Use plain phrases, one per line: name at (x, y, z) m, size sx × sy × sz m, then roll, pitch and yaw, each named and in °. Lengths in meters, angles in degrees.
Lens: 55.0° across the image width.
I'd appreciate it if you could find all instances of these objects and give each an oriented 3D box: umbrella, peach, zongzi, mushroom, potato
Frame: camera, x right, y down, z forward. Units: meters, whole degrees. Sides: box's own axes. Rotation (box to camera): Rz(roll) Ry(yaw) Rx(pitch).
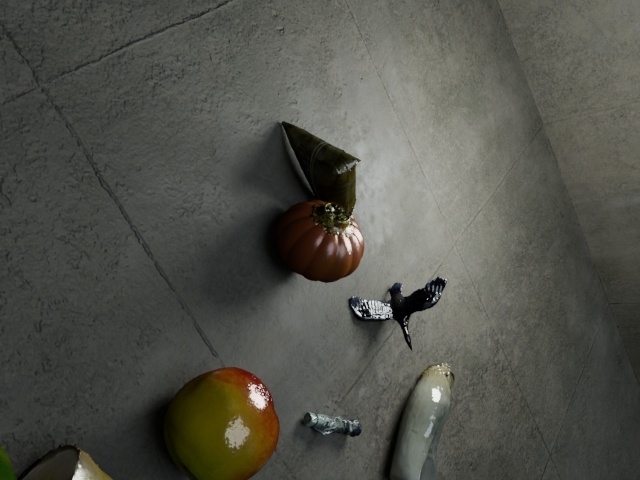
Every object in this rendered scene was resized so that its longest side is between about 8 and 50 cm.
umbrella at (0.035, 0.467, 1.554) m, size 0.188 × 0.046 × 0.050 m, roll 27°, pitch 21°, yaw -40°
peach at (-0.195, 0.369, 1.223) m, size 0.231 × 0.231 × 0.231 m, roll 10°, pitch 76°, yaw -45°
zongzi at (-0.006, -0.172, 1.617) m, size 0.111 × 0.241 × 0.247 m, roll -37°, pitch 149°, yaw -23°
mushroom at (0.304, 0.528, 1.774) m, size 0.177 × 0.126 × 0.397 m, roll 47°, pitch 52°, yaw -43°
potato at (-0.392, 0.497, 1.002) m, size 0.266 × 0.229 × 0.229 m, roll 53°, pitch 50°, yaw -31°

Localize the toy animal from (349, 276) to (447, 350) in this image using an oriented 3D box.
toy animal at (0.242, 0.206, 1.747) m, size 0.160 × 0.273 × 0.197 m, roll -29°, pitch 101°, yaw -82°

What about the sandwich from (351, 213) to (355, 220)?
sandwich at (0.079, -0.029, 1.706) m, size 0.069 × 0.026 × 0.101 m, roll -40°, pitch 115°, yaw -47°

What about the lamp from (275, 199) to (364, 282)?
lamp at (0.000, 0.000, 1.493) m, size 0.223 × 0.196 × 0.223 m, roll 20°, pitch 37°, yaw -16°

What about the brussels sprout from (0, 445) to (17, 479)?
brussels sprout at (-0.572, 0.370, 0.796) m, size 0.344 × 0.344 × 0.268 m, roll -2°, pitch 118°, yaw -46°
